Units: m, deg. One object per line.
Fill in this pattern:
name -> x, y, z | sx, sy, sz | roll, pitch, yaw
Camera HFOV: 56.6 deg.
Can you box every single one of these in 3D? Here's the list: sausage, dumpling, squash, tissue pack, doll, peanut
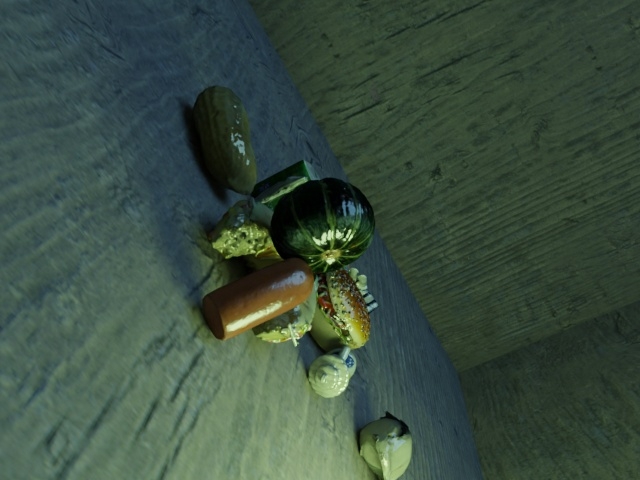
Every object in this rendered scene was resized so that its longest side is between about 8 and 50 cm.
sausage -> -0.124, 0.119, 1.301 | 0.113, 0.259, 0.114 | 38, -40, 40
dumpling -> 0.214, 0.636, 1.790 | 0.205, 0.163, 0.293 | 61, 2, 6
squash -> 0.008, -0.031, 1.413 | 0.252, 0.252, 0.165 | 43, 25, -54
tissue pack -> -0.108, -0.146, 1.883 | 0.156, 0.209, 0.148 | 25, 41, -67
doll -> 0.045, 0.374, 1.722 | 0.119, 0.138, 0.293 | 25, 4, 14
peanut -> -0.271, -0.287, 1.682 | 0.174, 0.158, 0.340 | 99, -19, -60

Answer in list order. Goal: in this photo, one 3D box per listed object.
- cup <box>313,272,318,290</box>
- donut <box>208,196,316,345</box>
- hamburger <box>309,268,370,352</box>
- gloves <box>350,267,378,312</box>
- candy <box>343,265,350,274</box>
cup -> -0.087, 0.111, 1.744 | 0.141, 0.120, 0.120 | 44, 20, -18
donut -> -0.139, 0.075, 1.519 | 0.371, 0.150, 0.307 | 64, 16, -4
hamburger -> 0.055, 0.218, 1.904 | 0.300, 0.176, 0.300 | 58, 14, -23
gloves -> 0.120, 0.192, 2.281 | 0.219, 0.140, 0.131 | 53, -7, 10
candy -> 0.001, 0.012, 2.229 | 0.124, 0.124, 0.366 | 37, 23, -60
